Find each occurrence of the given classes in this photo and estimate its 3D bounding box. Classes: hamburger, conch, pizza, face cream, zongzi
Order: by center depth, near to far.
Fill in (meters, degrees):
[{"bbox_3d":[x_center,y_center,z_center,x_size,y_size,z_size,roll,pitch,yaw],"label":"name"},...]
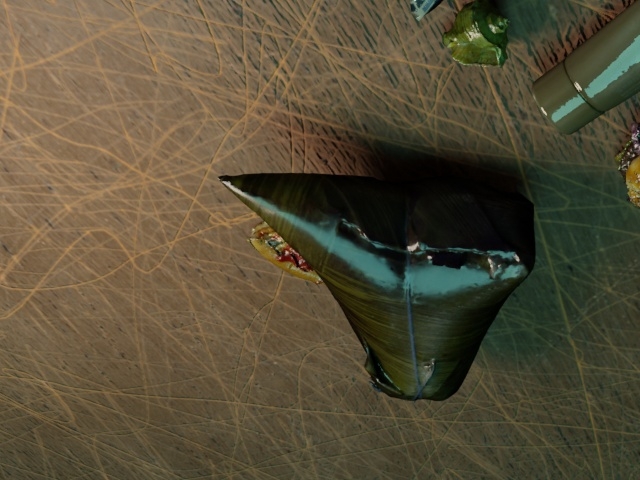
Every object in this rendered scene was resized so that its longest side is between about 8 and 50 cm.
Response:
[{"bbox_3d":[0.408,-0.251,1.586,0.341,0.084,0.137,-36,120,29],"label":"face cream"},{"bbox_3d":[0.193,-0.245,1.627,0.121,0.074,0.089,-21,97,56],"label":"conch"},{"bbox_3d":[0.465,-0.086,1.716,0.164,0.093,0.189,15,150,3],"label":"hamburger"},{"bbox_3d":[0.044,0.061,1.874,0.432,0.207,0.403,9,139,-8],"label":"zongzi"},{"bbox_3d":[0.000,0.000,1.945,0.201,0.053,0.193,18,137,-8],"label":"pizza"}]

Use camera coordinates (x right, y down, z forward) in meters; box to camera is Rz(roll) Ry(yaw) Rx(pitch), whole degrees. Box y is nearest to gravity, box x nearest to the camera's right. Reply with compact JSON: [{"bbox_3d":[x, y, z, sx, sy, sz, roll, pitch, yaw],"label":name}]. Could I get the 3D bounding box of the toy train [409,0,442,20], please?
[{"bbox_3d":[0.158,-0.338,1.558,0.047,0.043,0.207,26,135,-13],"label":"toy train"}]
